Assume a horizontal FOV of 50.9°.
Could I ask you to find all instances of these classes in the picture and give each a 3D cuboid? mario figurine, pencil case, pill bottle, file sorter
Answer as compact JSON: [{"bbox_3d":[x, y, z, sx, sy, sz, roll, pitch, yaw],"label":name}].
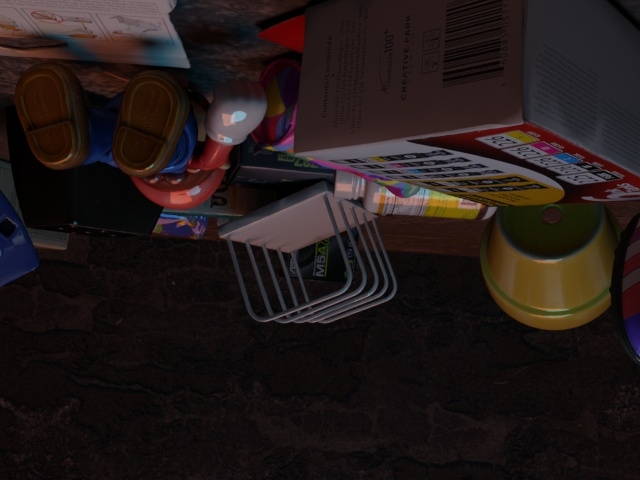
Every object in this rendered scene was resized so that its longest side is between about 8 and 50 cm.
[{"bbox_3d":[-0.168,-0.131,0.659,0.198,0.170,0.320,40,-177,-3],"label":"mario figurine"},{"bbox_3d":[0.031,-0.115,0.731,0.236,0.105,0.104,12,170,-43],"label":"pencil case"},{"bbox_3d":[-0.384,-0.074,1.389,0.306,0.120,0.133,6,150,-20],"label":"pencil case"},{"bbox_3d":[0.127,-0.091,0.899,0.214,0.117,0.117,4,174,-1],"label":"pill bottle"},{"bbox_3d":[-0.005,0.036,1.130,0.192,0.173,0.277,-23,166,17],"label":"file sorter"}]

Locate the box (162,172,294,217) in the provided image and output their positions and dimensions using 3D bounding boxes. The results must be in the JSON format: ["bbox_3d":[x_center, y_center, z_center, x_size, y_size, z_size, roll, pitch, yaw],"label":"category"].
[{"bbox_3d":[-0.165,-0.091,1.188,0.244,0.101,0.060,4,176,1],"label":"box"}]

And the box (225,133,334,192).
[{"bbox_3d":[-0.025,-0.114,1.061,0.232,0.059,0.183,4,174,-14],"label":"box"}]

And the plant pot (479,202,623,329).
[{"bbox_3d":[0.396,0.001,1.155,0.253,0.254,0.239,2,158,20],"label":"plant pot"}]

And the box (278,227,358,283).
[{"bbox_3d":[0.000,0.000,1.549,0.184,0.191,0.045,8,175,-31],"label":"box"}]

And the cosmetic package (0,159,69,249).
[{"bbox_3d":[-0.653,-0.074,1.386,0.113,0.160,0.309,2,173,17],"label":"cosmetic package"}]

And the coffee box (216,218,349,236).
[{"bbox_3d":[-0.072,-0.064,1.401,0.246,0.098,0.141,1,174,22],"label":"coffee box"}]

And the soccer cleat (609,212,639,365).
[{"bbox_3d":[0.374,-0.022,0.625,0.108,0.318,0.116,38,161,-12],"label":"soccer cleat"}]

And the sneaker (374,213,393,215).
[{"bbox_3d":[0.120,-0.100,1.121,0.068,0.071,0.170,3,159,-18],"label":"sneaker"}]

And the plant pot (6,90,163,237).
[{"bbox_3d":[-0.314,-0.092,0.935,0.187,0.167,0.188,-1,174,41],"label":"plant pot"}]

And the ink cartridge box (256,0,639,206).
[{"bbox_3d":[0.134,-0.114,0.606,0.271,0.130,0.309,0,174,45],"label":"ink cartridge box"}]

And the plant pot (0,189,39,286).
[{"bbox_3d":[-0.555,-0.043,0.897,0.236,0.212,0.236,31,-132,33],"label":"plant pot"}]

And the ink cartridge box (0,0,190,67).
[{"bbox_3d":[-0.232,-0.188,0.449,0.275,0.060,0.239,3,177,-3],"label":"ink cartridge box"}]
